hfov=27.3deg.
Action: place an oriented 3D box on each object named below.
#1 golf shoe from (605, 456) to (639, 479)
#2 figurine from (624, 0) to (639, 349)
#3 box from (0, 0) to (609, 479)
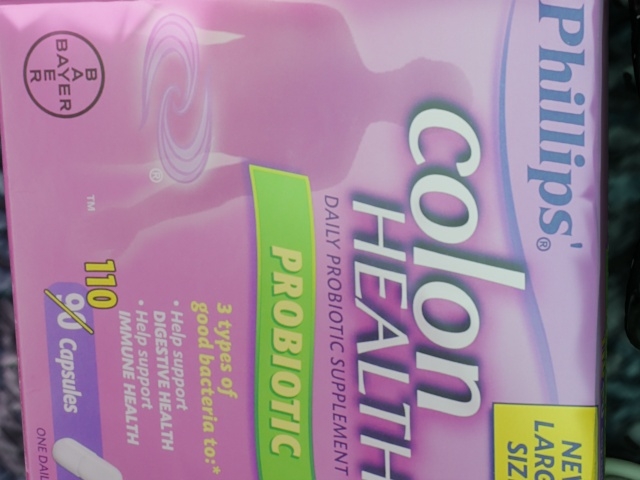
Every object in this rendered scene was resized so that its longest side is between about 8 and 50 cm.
[{"bbox_3d":[0.051,0.162,0.575,0.306,0.140,0.115,-2,98,11],"label":"golf shoe"},{"bbox_3d":[0.225,-0.046,0.522,0.215,0.092,0.209,3,110,20],"label":"figurine"},{"bbox_3d":[0.000,0.000,0.566,0.243,0.117,0.213,1,100,12],"label":"box"}]
